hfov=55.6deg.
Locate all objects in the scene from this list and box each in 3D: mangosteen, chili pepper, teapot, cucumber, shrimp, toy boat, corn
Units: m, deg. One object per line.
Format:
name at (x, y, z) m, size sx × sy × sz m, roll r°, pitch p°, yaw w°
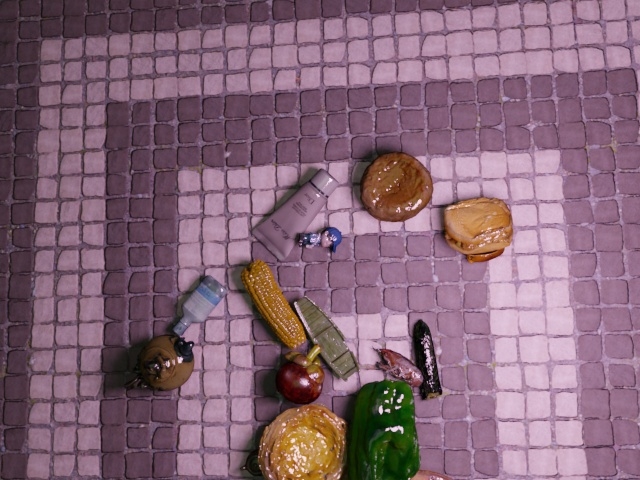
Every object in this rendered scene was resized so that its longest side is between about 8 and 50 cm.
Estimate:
mangosteen at (-0.058, 0.405, 1.836) m, size 0.156 × 0.146 × 0.181 m, roll 26°, pitch 105°, yaw 13°
chili pepper at (0.181, 0.584, 1.748) m, size 0.213 × 0.167 × 0.384 m, roll 1°, pitch 70°, yaw 12°
teapot at (-0.497, 0.386, 1.873) m, size 0.269 × 0.182 × 0.173 m, roll -32°, pitch 82°, yaw 2°
cucumber at (0.323, 0.363, 1.854) m, size 0.067 × 0.067 × 0.245 m, roll -9°, pitch 83°, yaw 4°
shrimp at (0.231, 0.379, 1.856) m, size 0.190 × 0.075 × 0.073 m, roll 33°, pitch 95°, yaw 19°
toy boat at (0.020, 0.300, 1.898) m, size 0.093 × 0.055 × 0.293 m, roll -36°, pitch 81°, yaw 1°
corn at (-0.148, 0.206, 1.904) m, size 0.102 × 0.102 × 0.313 m, roll -31°, pitch 81°, yaw 1°
teapot at (-0.186, 0.683, 1.861) m, size 0.121 × 0.068 × 0.076 m, roll -15°, pitch 81°, yaw 4°

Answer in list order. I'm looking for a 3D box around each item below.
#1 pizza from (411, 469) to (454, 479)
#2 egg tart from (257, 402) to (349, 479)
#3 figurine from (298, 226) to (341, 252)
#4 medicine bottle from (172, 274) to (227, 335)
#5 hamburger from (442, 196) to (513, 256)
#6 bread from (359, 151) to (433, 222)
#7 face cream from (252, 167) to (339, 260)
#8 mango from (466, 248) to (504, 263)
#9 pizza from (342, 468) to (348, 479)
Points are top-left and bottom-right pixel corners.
pizza at (0.317, 0.765, 1.793) m, size 0.306 × 0.085 × 0.161 m, roll 13°, pitch 68°, yaw 10°
egg tart at (-0.044, 0.627, 1.830) m, size 0.291 × 0.107 × 0.290 m, roll 2°, pitch 73°, yaw -6°
figurine at (0.000, -0.008, 1.930) m, size 0.136 × 0.077 × 0.079 m, roll 9°, pitch 62°, yaw -1°
medicine bottle at (-0.394, 0.213, 1.950) m, size 0.090 × 0.054 × 0.208 m, roll 40°, pitch 89°, yaw 8°
hamburger at (0.474, -0.047, 1.837) m, size 0.214 × 0.108 × 0.213 m, roll -12°, pitch 40°, yaw 10°
bread at (0.236, -0.165, 1.904) m, size 0.230 × 0.123 × 0.229 m, roll -1°, pitch 83°, yaw 11°
face cream at (-0.070, -0.093, 1.952) m, size 0.143 × 0.089 × 0.314 m, roll 43°, pitch 99°, yaw 6°
mango at (0.512, 0.031, 1.875) m, size 0.127 × 0.077 × 0.063 m, roll -16°, pitch 86°, yaw -9°
pizza at (0.076, 0.778, 1.826) m, size 0.204 × 0.080 × 0.188 m, roll -13°, pitch 58°, yaw 14°
